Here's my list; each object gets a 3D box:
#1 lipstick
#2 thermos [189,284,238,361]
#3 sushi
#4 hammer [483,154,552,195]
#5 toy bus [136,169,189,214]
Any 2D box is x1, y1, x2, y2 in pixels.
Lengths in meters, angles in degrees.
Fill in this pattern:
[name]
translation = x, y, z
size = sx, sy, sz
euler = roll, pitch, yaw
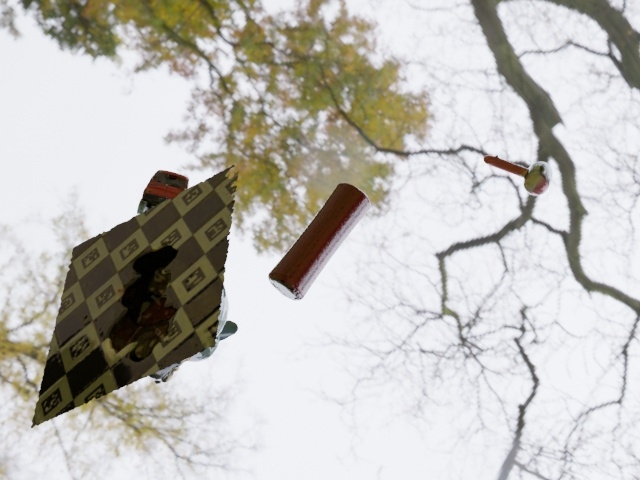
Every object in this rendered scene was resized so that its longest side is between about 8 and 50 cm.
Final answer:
[lipstick]
translation = 0.000, 0.000, 1.663
size = 0.080, 0.080, 0.241
euler = 13, -122, 47
[thermos]
translation = -0.228, 0.097, 1.383
size = 0.182, 0.286, 0.145
euler = -13, -124, -6
[sushi]
translation = -0.192, 0.067, 1.028
size = 0.264, 0.050, 0.290
euler = -25, -142, 20
[hammer]
translation = 0.230, -0.082, 1.064
size = 0.052, 0.083, 0.031
euler = -52, 161, -59
[toy bus]
translation = -0.286, -0.029, 1.644
size = 0.089, 0.081, 0.195
euler = -77, -177, -47
